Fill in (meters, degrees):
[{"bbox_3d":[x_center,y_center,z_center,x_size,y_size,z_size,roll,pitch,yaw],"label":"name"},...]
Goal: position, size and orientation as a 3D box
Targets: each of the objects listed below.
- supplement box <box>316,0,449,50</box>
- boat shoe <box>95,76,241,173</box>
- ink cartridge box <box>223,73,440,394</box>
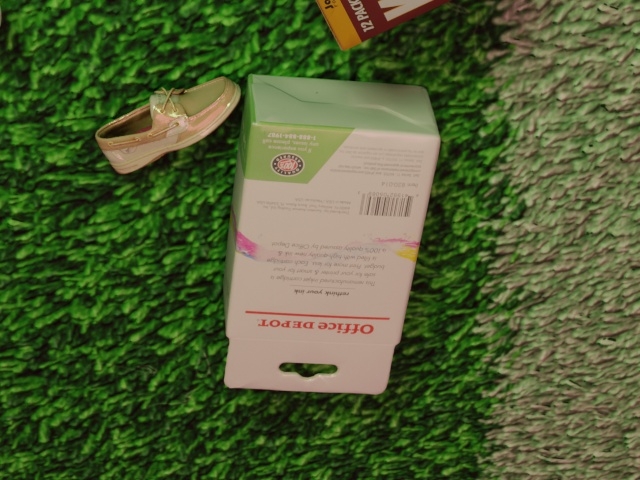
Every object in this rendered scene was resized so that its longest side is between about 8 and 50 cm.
[{"bbox_3d":[0.069,-0.313,1.425,0.191,0.194,0.129,-24,124,10],"label":"supplement box"},{"bbox_3d":[-0.166,-0.132,1.605,0.170,0.063,0.059,-29,128,14],"label":"boat shoe"},{"bbox_3d":[0.000,0.000,1.679,0.207,0.119,0.353,4,123,-9],"label":"ink cartridge box"}]
